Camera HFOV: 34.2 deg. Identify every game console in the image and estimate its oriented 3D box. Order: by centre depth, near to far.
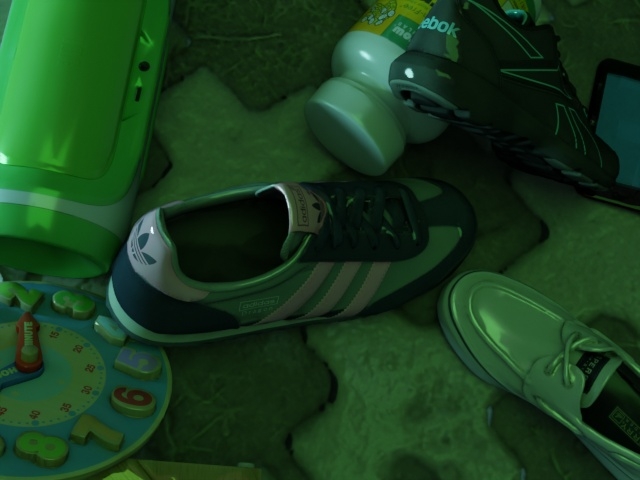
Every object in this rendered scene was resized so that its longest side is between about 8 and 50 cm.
[{"bbox_3d":[0.308,-0.098,0.919,0.085,0.124,0.144,26,70,-29],"label":"game console"}]

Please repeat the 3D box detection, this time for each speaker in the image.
[{"bbox_3d":[-0.193,-0.126,0.827,0.131,0.131,0.296,10,72,-6],"label":"speaker"}]

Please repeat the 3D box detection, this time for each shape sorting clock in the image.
[{"bbox_3d":[-0.210,0.094,0.753,0.206,0.040,0.206,7,34,-5],"label":"shape sorting clock"}]

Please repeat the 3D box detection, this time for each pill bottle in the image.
[{"bbox_3d":[0.083,-0.157,0.882,0.118,0.117,0.208,40,73,4],"label":"pill bottle"}]

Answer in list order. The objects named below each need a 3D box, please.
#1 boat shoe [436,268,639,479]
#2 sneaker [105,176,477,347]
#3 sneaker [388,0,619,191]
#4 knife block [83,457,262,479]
[{"bbox_3d":[0.212,0.107,0.841,0.258,0.084,0.095,36,72,3],"label":"boat shoe"},{"bbox_3d":[0.000,0.000,0.801,0.319,0.131,0.112,-15,69,-24],"label":"sneaker"},{"bbox_3d":[0.169,-0.115,0.823,0.267,0.101,0.106,24,87,-45],"label":"sneaker"},{"bbox_3d":[-0.119,0.278,0.738,0.276,0.088,0.242,7,72,-7],"label":"knife block"}]
